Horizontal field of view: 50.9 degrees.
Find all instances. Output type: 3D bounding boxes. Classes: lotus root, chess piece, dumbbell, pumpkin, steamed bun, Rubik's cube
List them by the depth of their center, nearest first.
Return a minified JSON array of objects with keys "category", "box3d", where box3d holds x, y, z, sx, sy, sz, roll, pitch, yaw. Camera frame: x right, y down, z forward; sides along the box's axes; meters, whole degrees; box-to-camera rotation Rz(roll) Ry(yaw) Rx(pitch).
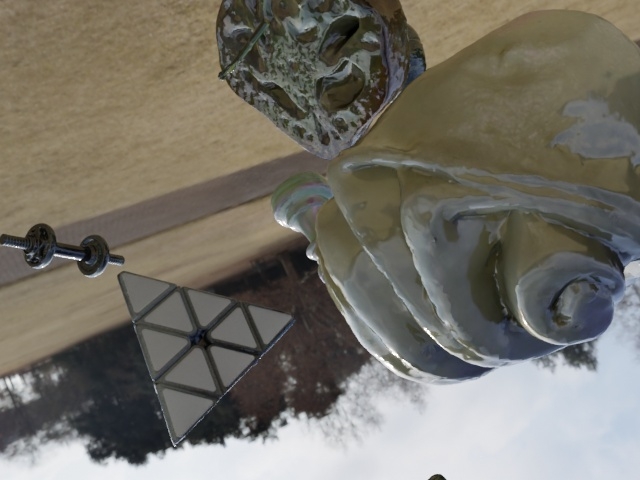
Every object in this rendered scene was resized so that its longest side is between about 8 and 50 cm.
[{"category":"steamed bun","box3d":[0.183,-0.002,0.644,0.352,0.247,0.339,-38,148,-2]},{"category":"Rubik's cube","box3d":[-0.215,0.198,1.133,0.228,0.229,0.233,10,172,33]},{"category":"dumbbell","box3d":[-0.451,0.019,1.197,0.081,0.082,0.254,-26,158,26]},{"category":"lotus root","box3d":[-0.017,-0.327,1.219,0.390,0.375,0.111,2,-144,38]},{"category":"chess piece","box3d":[0.000,0.000,1.374,0.139,0.272,0.139,-18,148,-11]},{"category":"pumpkin","box3d":[0.147,-0.386,1.452,0.146,0.190,0.190,-21,175,-35]}]

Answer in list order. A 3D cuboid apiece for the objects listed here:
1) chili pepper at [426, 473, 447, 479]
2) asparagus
[{"category":"chili pepper","box3d":[0.205,0.512,1.316,0.059,0.088,0.227,7,170,24]},{"category":"asparagus","box3d":[-0.121,-0.297,1.058,0.015,0.018,0.127,14,132,-47]}]
